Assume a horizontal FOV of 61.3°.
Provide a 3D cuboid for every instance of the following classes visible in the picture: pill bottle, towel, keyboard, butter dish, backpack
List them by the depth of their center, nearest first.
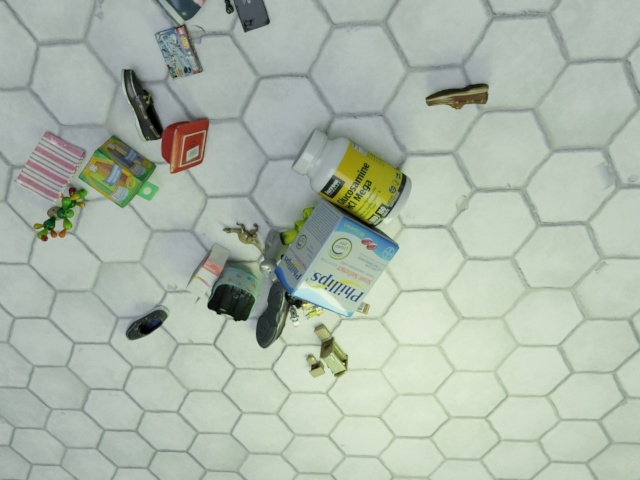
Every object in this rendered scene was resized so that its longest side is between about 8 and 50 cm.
[{"bbox_3d":[-0.216,-0.666,1.475,0.108,0.023,0.180,-16,116,7],"label":"keyboard"},{"bbox_3d":[0.090,-0.189,1.620,0.334,0.188,0.188,30,118,-11],"label":"pill bottle"},{"bbox_3d":[-0.433,-0.304,1.651,0.118,0.160,0.159,26,121,17],"label":"butter dish"},{"bbox_3d":[-0.863,-0.232,1.722,0.144,0.029,0.197,28,79,-7],"label":"towel"},{"bbox_3d":[-0.293,0.177,1.891,0.166,0.144,0.188,24,142,-6],"label":"backpack"}]

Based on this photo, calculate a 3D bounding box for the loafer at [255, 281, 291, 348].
[{"bbox_3d":[-0.152,0.272,1.967,0.109,0.095,0.302,43,128,33],"label":"loafer"}]

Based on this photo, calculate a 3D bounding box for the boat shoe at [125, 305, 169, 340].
[{"bbox_3d":[-0.670,0.333,2.065,0.228,0.076,0.080,-29,113,20],"label":"boat shoe"}]

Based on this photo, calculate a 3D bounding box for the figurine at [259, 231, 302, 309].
[{"bbox_3d":[-0.120,0.101,1.797,0.092,0.209,0.215,-33,111,22],"label":"figurine"}]

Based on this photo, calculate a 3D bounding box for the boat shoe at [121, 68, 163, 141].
[{"bbox_3d":[-0.533,-0.408,1.626,0.069,0.081,0.227,-5,126,6],"label":"boat shoe"}]

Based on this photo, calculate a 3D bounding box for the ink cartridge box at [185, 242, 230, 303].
[{"bbox_3d":[-0.404,0.118,1.890,0.067,0.115,0.198,33,117,-14],"label":"ink cartridge box"}]

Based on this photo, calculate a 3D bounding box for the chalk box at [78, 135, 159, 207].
[{"bbox_3d":[-0.623,-0.203,1.720,0.213,0.132,0.132,37,117,-15],"label":"chalk box"}]

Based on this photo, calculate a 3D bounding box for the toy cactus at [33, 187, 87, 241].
[{"bbox_3d":[-0.879,-0.092,1.802,0.180,0.219,0.112,4,154,47],"label":"toy cactus"}]

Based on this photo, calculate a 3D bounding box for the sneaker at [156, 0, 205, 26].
[{"bbox_3d":[-0.429,-0.737,1.423,0.131,0.112,0.319,-35,115,4],"label":"sneaker"}]

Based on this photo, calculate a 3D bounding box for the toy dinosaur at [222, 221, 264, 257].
[{"bbox_3d":[-0.241,-0.011,1.848,0.183,0.053,0.092,34,133,-5],"label":"toy dinosaur"}]

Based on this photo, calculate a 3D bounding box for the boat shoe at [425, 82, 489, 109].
[{"bbox_3d":[0.390,-0.401,1.539,0.178,0.064,0.060,-8,117,8],"label":"boat shoe"}]

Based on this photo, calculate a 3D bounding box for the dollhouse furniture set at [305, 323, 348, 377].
[{"bbox_3d":[-0.010,0.439,2.042,0.161,0.101,0.182,-28,113,20],"label":"dollhouse furniture set"}]

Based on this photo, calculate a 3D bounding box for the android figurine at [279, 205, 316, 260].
[{"bbox_3d":[0.000,0.000,1.755,0.273,0.056,0.248,-15,123,-22],"label":"android figurine"}]

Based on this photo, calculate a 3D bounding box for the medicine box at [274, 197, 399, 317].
[{"bbox_3d":[0.051,0.060,1.689,0.263,0.149,0.289,25,102,-36],"label":"medicine box"}]

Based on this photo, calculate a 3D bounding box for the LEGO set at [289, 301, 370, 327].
[{"bbox_3d":[0.032,0.248,1.924,0.287,0.132,0.107,-6,129,1],"label":"LEGO set"}]

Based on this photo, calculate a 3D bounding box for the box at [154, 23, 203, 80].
[{"bbox_3d":[-0.408,-0.543,1.562,0.094,0.027,0.137,-10,118,13],"label":"box"}]
